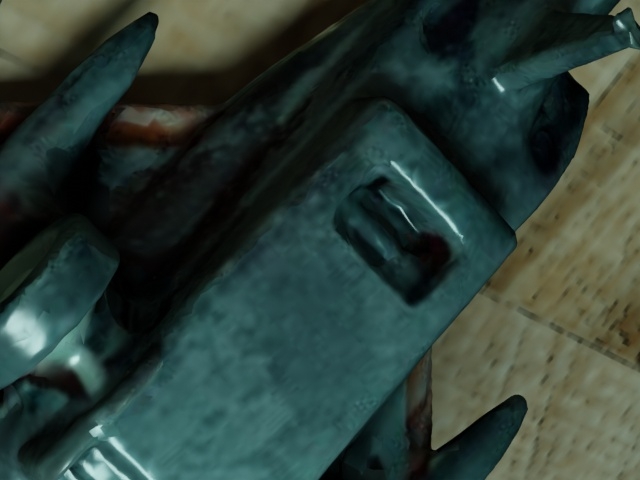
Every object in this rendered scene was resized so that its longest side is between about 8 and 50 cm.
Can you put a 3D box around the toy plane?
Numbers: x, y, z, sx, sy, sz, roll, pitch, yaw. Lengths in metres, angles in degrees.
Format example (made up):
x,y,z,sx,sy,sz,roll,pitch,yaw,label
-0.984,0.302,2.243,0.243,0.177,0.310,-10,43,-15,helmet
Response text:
x,y,z,sx,sy,sz,roll,pitch,yaw,label
0.002,0.001,0.372,0.326,0.104,0.223,-44,106,-1,toy plane
